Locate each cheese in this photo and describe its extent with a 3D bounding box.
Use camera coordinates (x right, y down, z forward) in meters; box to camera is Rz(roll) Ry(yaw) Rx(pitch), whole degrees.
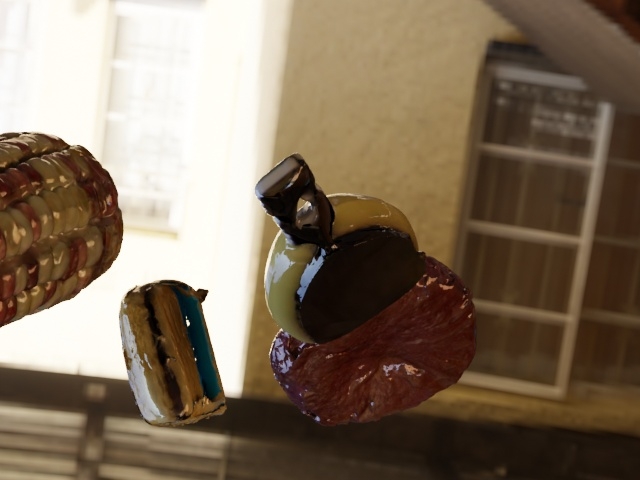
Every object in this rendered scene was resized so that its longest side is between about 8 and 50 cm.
[{"bbox_3d":[0.000,0.001,0.828,0.036,0.086,0.162,55,180,25],"label":"cheese"}]

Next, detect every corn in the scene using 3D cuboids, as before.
[{"bbox_3d":[-0.162,0.012,0.626,0.079,0.079,0.237,14,-158,29],"label":"corn"}]

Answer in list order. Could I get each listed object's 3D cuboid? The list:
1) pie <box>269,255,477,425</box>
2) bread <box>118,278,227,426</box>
[{"bbox_3d":[0.041,0.074,1.179,0.153,0.153,0.038,2,-147,-27],"label":"pie"},{"bbox_3d":[-0.111,0.081,1.213,0.053,0.106,0.072,-22,169,32],"label":"bread"}]
